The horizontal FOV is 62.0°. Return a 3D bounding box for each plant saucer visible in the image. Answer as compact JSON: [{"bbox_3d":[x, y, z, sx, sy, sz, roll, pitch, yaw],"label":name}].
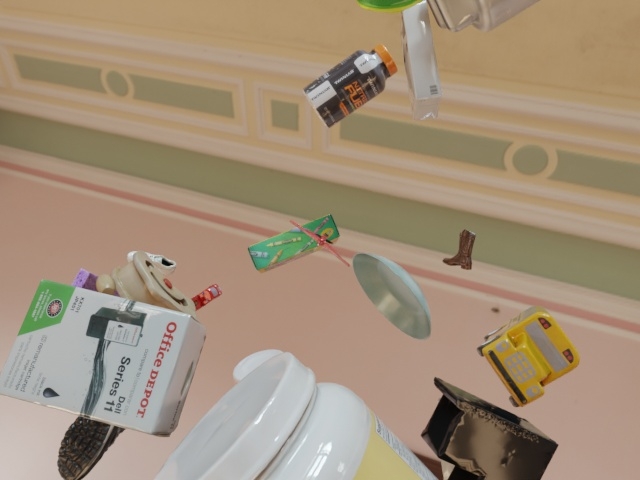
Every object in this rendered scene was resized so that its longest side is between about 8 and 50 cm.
[{"bbox_3d":[0.135,0.090,0.948,0.195,0.037,0.195,45,-19,20],"label":"plant saucer"}]

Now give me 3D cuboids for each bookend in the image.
[{"bbox_3d":[0.189,0.285,0.681,0.156,0.072,0.157,27,-90,-13],"label":"bookend"}]

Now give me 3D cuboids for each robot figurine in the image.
[{"bbox_3d":[0.390,-0.571,1.086,0.354,0.300,0.199,-30,-60,11],"label":"robot figurine"}]

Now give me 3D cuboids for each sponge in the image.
[{"bbox_3d":[-0.559,0.145,1.301,0.031,0.117,0.210,25,-13,9],"label":"sponge"}]

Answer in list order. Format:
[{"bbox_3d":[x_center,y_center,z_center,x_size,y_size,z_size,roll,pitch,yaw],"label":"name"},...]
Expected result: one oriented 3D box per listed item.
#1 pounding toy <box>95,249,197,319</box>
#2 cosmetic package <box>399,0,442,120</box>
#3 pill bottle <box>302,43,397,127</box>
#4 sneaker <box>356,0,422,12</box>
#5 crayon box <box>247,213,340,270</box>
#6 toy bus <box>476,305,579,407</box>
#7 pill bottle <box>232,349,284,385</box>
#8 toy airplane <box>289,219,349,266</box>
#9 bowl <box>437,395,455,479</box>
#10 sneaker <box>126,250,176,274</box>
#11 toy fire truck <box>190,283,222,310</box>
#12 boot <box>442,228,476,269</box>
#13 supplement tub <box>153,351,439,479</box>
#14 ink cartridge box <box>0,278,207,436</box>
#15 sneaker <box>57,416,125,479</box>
[{"bbox_3d":[-0.419,0.134,1.212,0.155,0.154,0.269,-37,-44,0],"label":"pounding toy"},{"bbox_3d":[0.219,-0.397,1.183,0.061,0.238,0.099,-7,-16,6],"label":"cosmetic package"},{"bbox_3d":[0.084,-0.423,1.436,0.246,0.130,0.130,-34,-71,8],"label":"pill bottle"},{"bbox_3d":[0.190,-0.498,0.922,0.296,0.109,0.123,-15,-41,28],"label":"sneaker"},{"bbox_3d":[-0.084,0.015,1.697,0.279,0.165,0.081,-22,-96,-5],"label":"crayon box"},{"bbox_3d":[0.372,0.193,0.950,0.130,0.333,0.108,-35,-105,15],"label":"toy bus"},{"bbox_3d":[-0.100,0.361,1.155,0.124,0.124,0.221,-6,-70,31],"label":"pill bottle"},{"bbox_3d":[0.000,0.000,1.023,0.151,0.151,0.028,37,-83,-4],"label":"toy airplane"},{"bbox_3d":[0.343,0.488,1.160,0.134,0.297,0.297,-6,-54,4],"label":"bowl"},{"bbox_3d":[-0.516,0.060,1.639,0.152,0.053,0.061,16,-28,-22],"label":"sneaker"},{"bbox_3d":[-0.428,0.217,1.752,0.192,0.135,0.047,-32,-90,20],"label":"toy fire truck"},{"bbox_3d":[0.398,0.019,1.530,0.106,0.037,0.114,15,-72,50],"label":"boot"},{"bbox_3d":[0.011,0.305,0.552,0.331,0.241,0.241,47,-48,-6],"label":"supplement tub"},{"bbox_3d":[-0.273,0.151,0.685,0.209,0.152,0.087,12,-19,6],"label":"ink cartridge box"},{"bbox_3d":[-0.422,0.373,1.114,0.107,0.283,0.124,17,-19,35],"label":"sneaker"}]
